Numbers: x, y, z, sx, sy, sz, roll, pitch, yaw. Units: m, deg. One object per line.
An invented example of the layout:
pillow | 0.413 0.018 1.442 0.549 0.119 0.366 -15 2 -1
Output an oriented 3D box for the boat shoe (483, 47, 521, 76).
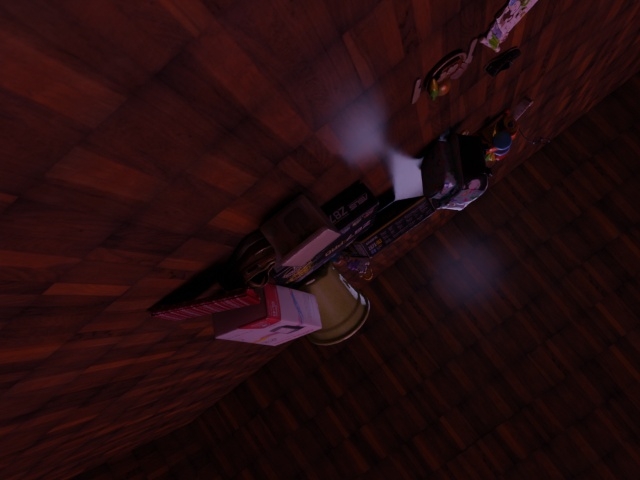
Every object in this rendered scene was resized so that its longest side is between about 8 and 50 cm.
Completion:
boat shoe | 0.519 -0.500 1.554 0.133 0.042 0.049 -33 164 -21

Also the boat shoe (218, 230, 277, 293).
boat shoe | -0.207 0.098 1.568 0.110 0.104 0.307 -30 165 -32

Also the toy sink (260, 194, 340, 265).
toy sink | -0.058 -0.026 1.483 0.152 0.131 0.234 -39 171 7

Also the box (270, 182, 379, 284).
box | 0.000 0.000 1.794 0.394 0.097 0.318 -36 170 -7

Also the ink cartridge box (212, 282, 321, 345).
ink cartridge box | -0.172 0.246 1.811 0.226 0.131 0.306 -25 153 27

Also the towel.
towel | -0.311 0.179 1.535 0.274 0.031 0.199 -12 167 1

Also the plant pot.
plant pot | 0.006 0.200 2.045 0.275 0.254 0.276 -23 -148 15

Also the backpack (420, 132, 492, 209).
backpack | 0.454 -0.224 1.911 0.190 0.225 0.253 0 160 -7

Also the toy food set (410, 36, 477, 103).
toy food set | 0.312 -0.403 1.350 0.192 0.039 0.132 -36 167 -3

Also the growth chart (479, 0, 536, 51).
growth chart | 0.473 -0.551 1.307 0.171 0.021 0.237 -18 156 -52

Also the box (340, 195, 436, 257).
box | 0.237 -0.050 2.072 0.321 0.079 0.257 -34 -172 -16

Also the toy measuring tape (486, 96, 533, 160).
toy measuring tape | 0.753 -0.434 2.254 0.330 0.121 0.121 -55 160 25

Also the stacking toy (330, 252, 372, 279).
stacking toy | 0.087 0.077 2.053 0.052 0.221 0.167 -65 167 -9

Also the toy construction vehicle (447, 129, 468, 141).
toy construction vehicle | 0.490 -0.355 1.978 0.098 0.035 0.086 -40 167 12

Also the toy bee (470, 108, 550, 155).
toy bee | 0.696 -0.414 2.135 0.297 0.162 0.195 -9 169 -9
